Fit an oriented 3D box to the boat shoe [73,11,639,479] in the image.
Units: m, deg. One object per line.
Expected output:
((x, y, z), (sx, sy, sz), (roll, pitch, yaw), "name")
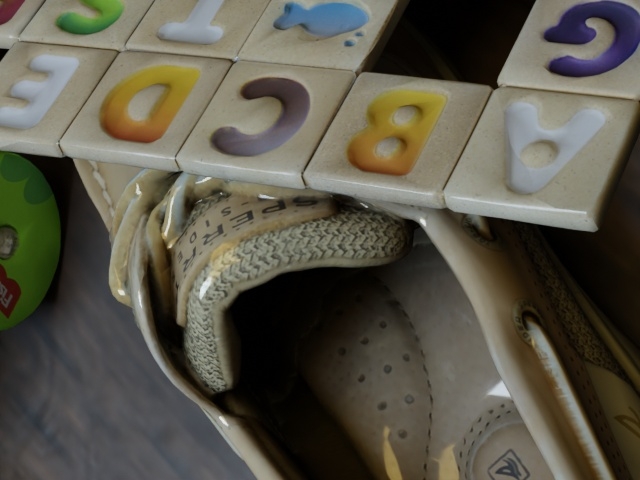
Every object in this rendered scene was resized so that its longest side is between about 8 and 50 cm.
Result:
((0.000, 0.000, 0.456), (0.122, 0.110, 0.341), (-49, 62, 14), "boat shoe")

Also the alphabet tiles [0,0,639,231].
((0.000, -0.094, 0.461), (0.237, 0.009, 0.198), (9, 54, 27), "alphabet tiles")

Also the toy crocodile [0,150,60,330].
((-0.181, 0.063, 0.554), (0.115, 0.105, 0.341), (6, 86, 31), "toy crocodile")
